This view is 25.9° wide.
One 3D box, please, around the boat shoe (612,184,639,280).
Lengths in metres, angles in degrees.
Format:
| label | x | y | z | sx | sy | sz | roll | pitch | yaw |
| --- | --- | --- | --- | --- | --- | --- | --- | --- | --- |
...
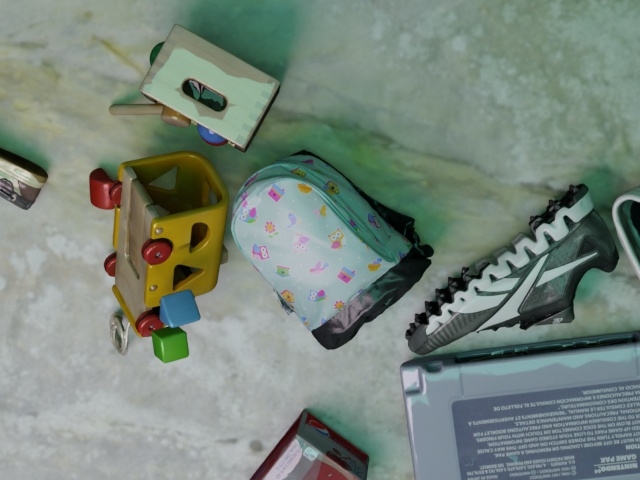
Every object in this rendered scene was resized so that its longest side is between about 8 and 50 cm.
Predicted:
| label | x | y | z | sx | sy | sz | roll | pitch | yaw |
| --- | --- | --- | --- | --- | --- | --- | --- | --- | --- |
| boat shoe | 0.360 | 0.063 | 1.296 | 0.096 | 0.088 | 0.268 | -34 | 76 | 39 |

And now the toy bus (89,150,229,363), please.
| label | x | y | z | sx | sy | sz | roll | pitch | yaw |
| --- | --- | --- | --- | --- | --- | --- | --- | --- | --- |
| toy bus | -0.144 | 0.012 | 1.353 | 0.104 | 0.202 | 0.191 | -14 | 94 | -25 |

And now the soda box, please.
| label | x | y | z | sx | sy | sz | roll | pitch | yaw |
| --- | --- | --- | --- | --- | --- | --- | --- | --- | --- |
| soda box | -0.062 | 0.307 | 1.423 | 0.092 | 0.083 | 0.263 | 37 | 102 | -4 |

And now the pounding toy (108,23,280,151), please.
| label | x | y | z | sx | sy | sz | roll | pitch | yaw |
| --- | --- | --- | --- | --- | --- | --- | --- | --- | --- |
| pounding toy | -0.123 | -0.136 | 1.321 | 0.141 | 0.130 | 0.100 | 29 | 90 | -3 |

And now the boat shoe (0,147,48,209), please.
| label | x | y | z | sx | sy | sz | roll | pitch | yaw |
| --- | --- | --- | --- | --- | --- | --- | --- | --- | --- |
| boat shoe | -0.347 | -0.076 | 1.375 | 0.152 | 0.056 | 0.049 | 24 | 97 | -2 |

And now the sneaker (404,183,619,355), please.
| label | x | y | z | sx | sy | sz | roll | pitch | yaw |
| --- | --- | --- | --- | --- | --- | --- | --- | --- | --- |
| sneaker | 0.193 | 0.054 | 1.358 | 0.234 | 0.078 | 0.106 | -39 | 95 | 8 |

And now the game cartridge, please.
| label | x | y | z | sx | sy | sz | roll | pitch | yaw |
| --- | --- | --- | --- | --- | --- | --- | --- | --- | --- |
| game cartridge | 0.236 | 0.200 | 1.399 | 0.294 | 0.060 | 0.196 | -7 | 98 | 5 |

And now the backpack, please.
| label | x | y | z | sx | sy | sz | roll | pitch | yaw |
| --- | --- | --- | --- | --- | --- | --- | --- | --- | --- |
| backpack | 0.000 | 0.000 | 1.340 | 0.152 | 0.115 | 0.182 | -41 | 94 | 13 |
